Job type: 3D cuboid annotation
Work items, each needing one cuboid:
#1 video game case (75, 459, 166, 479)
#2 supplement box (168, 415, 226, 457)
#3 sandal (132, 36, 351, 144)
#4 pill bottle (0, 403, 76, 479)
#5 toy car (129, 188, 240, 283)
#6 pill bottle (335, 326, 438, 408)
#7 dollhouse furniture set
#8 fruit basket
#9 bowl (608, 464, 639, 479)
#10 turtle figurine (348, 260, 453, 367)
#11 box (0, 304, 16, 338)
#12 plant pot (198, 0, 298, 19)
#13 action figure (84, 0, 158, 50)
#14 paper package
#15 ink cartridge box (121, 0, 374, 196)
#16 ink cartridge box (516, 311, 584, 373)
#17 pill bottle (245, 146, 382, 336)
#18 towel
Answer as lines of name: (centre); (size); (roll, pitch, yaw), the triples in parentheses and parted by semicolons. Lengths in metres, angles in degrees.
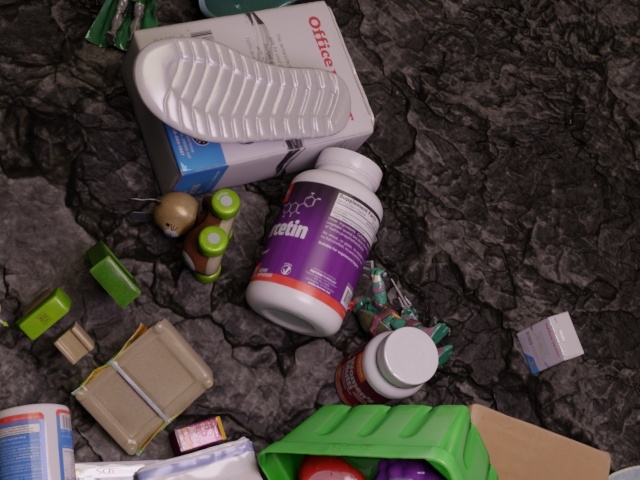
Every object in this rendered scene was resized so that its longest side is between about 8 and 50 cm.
video game case: (-0.326, 0.458, 1.766); (0.173, 0.022, 0.190); (2, 70, -19)
supplement box: (-0.210, 0.335, 1.836); (0.083, 0.055, 0.043); (-13, 74, -25)
sandal: (-0.139, -0.241, 1.873); (0.416, 0.102, 0.169); (8, 85, -30)
pill bottle: (-0.448, 0.377, 1.694); (0.124, 0.124, 0.221); (-2, 71, -21)
toy car: (-0.251, -0.028, 1.910); (0.188, 0.155, 0.149); (18, 65, -3)
pill bottle: (0.116, 0.229, 1.903); (0.121, 0.221, 0.121); (7, 68, -18)
dollhouse furniture set: (-0.348, 0.183, 1.838); (0.197, 0.151, 0.301); (-40, 106, -7)
fruit basket: (0.080, 0.456, 1.710); (0.392, 0.392, 0.283); (-40, 119, -28)
bowl: (0.615, 0.577, 1.978); (0.156, 0.289, 0.289); (51, 51, -47)
turtle figurine: (0.135, 0.140, 1.997); (0.234, 0.175, 0.118); (35, 86, 33)
box: (-0.599, 0.126, 1.764); (0.162, 0.029, 0.116); (37, 62, -19)
plant pot: (-0.165, -0.657, 2.089); (0.341, 0.341, 0.334); (-25, 72, -26)
action figure: (-0.361, -0.474, 2.082); (0.137, 0.063, 0.232); (14, 63, -12)
paper package: (0.327, 0.490, 1.915); (0.309, 0.168, 0.325); (22, 65, -10)
ink cartridge box: (-0.137, -0.264, 2.023); (0.395, 0.166, 0.285); (-14, 77, -23)
ink cartridge box: (0.446, 0.199, 2.091); (0.052, 0.122, 0.088); (-14, 76, -24)
pill bottle: (0.000, 0.000, 1.949); (0.181, 0.181, 0.323); (25, 71, -10)
towel: (-0.165, 0.468, 1.748); (0.209, 0.034, 0.285); (-11, 57, -22)
